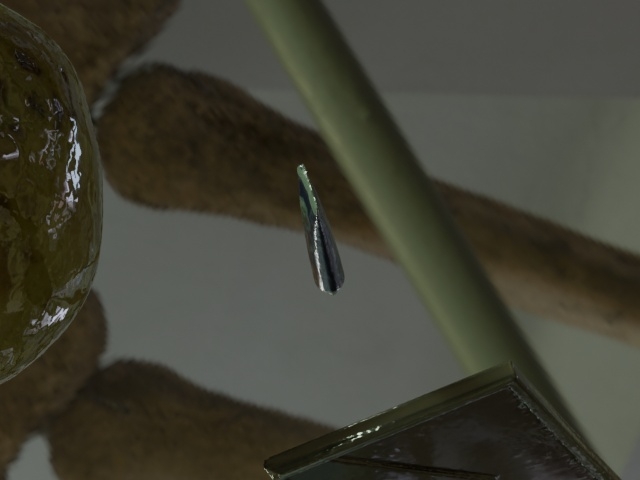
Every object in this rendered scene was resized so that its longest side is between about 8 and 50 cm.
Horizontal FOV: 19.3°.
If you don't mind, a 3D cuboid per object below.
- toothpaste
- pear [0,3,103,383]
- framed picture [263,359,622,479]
[{"bbox_3d":[0.000,0.000,1.208,0.021,0.037,0.140,-19,-30,-3],"label":"toothpaste"},{"bbox_3d":[-0.296,-0.044,1.315,0.304,0.304,0.304,-16,-51,-20],"label":"pear"},{"bbox_3d":[0.097,0.173,1.346,0.189,0.023,0.260,-24,-33,16],"label":"framed picture"}]
